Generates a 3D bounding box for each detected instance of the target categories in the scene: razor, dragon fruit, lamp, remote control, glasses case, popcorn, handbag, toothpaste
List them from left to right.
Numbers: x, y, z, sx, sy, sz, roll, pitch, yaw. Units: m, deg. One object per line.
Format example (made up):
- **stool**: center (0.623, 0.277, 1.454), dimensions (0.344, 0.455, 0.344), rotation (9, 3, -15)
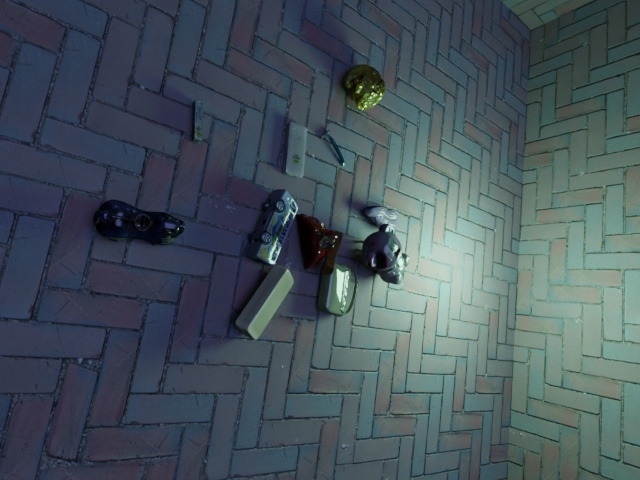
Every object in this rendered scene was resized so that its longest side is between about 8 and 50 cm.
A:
- **toothpaste**: center (-0.492, -0.476, 1.646), dimensions (0.034, 0.046, 0.164), rotation (3, 85, -32)
- **glasses case**: center (-0.230, 0.257, 1.732), dimensions (0.313, 0.070, 0.131), rotation (-57, 153, -24)
- **remote control**: center (-0.119, -0.422, 1.921), dimensions (0.103, 0.034, 0.250), rotation (8, 81, -36)
- **dragon fruit**: center (0.000, 0.000, 1.879), dimensions (0.134, 0.211, 0.262), rotation (-10, 98, -28)
- **glasses case**: center (0.058, 0.058, 1.940), dimensions (0.049, 0.075, 0.218), rotation (18, 50, -1)
- **razor**: center (0.076, -0.459, 2.064), dimensions (0.068, 0.037, 0.191), rotation (-46, 112, -31)
- **handbag**: center (0.094, 0.242, 2.006), dimensions (0.219, 0.079, 0.256), rotation (20, 75, -40)
- **popcorn**: center (0.231, -0.798, 2.107), dimensions (0.266, 0.192, 0.233), rotation (-19, 92, -53)
- **lamp**: center (0.312, 0.074, 2.102), dimensions (0.247, 0.247, 0.301), rotation (-60, 141, -19)

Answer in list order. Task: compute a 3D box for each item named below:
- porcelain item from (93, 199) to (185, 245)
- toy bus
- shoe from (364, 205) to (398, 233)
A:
- **porcelain item**: center (-0.626, -0.055, 1.432), dimensions (0.287, 0.186, 0.138), rotation (14, 80, -33)
- **toy bus**: center (-0.207, -0.057, 1.789), dimensions (0.136, 0.109, 0.330), rotation (37, 66, -39)
- **shoe**: center (0.323, -0.107, 2.185), dimensions (0.244, 0.095, 0.138), rotation (9, 79, -42)
